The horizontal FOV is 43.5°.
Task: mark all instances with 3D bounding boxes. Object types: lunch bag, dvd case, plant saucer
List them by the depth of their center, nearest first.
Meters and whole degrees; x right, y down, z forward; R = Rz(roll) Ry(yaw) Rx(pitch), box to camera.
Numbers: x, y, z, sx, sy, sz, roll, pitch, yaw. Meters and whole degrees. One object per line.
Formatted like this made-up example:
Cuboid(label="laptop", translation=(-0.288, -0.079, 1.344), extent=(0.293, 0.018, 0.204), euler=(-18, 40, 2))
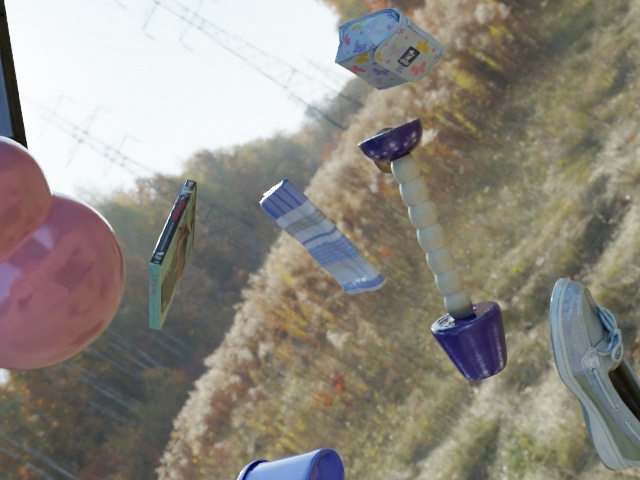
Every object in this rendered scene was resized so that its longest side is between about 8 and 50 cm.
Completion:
Cuboid(label="dvd case", translation=(-0.138, 0.012, 0.756), extent=(0.119, 0.013, 0.087), euler=(-79, 0, -48))
Cuboid(label="lunch bag", translation=(0.066, -0.182, 0.766), extent=(0.083, 0.071, 0.053), euler=(-10, 67, 41))
Cuboid(label="plant saucer", translation=(0.129, -0.162, 1.440), extent=(0.015, 0.083, 0.083), euler=(3, 59, 60))

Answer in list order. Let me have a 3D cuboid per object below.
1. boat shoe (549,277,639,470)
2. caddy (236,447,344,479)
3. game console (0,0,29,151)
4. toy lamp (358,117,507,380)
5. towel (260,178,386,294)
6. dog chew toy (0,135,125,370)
Cuboid(label="boat shoe", translation=(0.409, 0.189, 1.133), extent=(0.103, 0.320, 0.118), euler=(-14, 19, 33))
Cuboid(label="caddy", translation=(-0.050, 0.467, 1.188), extent=(0.179, 0.241, 0.341), euler=(-21, 13, 20))
Cuboid(label="game console", translation=(-0.470, -0.186, 1.017), extent=(0.250, 0.173, 0.293), euler=(-22, -62, -43))
Cuboid(label="toy lamp", translation=(0.123, 0.013, 0.835), extent=(0.080, 0.275, 0.080), euler=(-23, 6, 3))
Cuboid(label="towel", translation=(0.000, 0.000, 1.600), extent=(0.034, 0.285, 0.209), euler=(-46, 8, -16))
Cuboid(label="dog chew toy", translation=(-0.359, -0.017, 0.849), extent=(0.206, 0.332, 0.206), euler=(-24, 31, 16))
